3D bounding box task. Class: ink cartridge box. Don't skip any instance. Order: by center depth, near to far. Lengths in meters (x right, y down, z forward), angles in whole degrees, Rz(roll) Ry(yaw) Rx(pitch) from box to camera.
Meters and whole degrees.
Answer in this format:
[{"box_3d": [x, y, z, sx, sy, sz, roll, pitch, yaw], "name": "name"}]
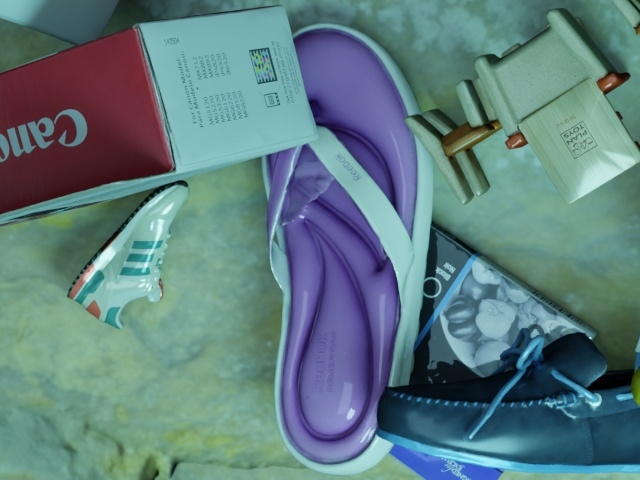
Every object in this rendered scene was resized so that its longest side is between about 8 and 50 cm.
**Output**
[{"box_3d": [-0.210, -0.096, 1.521, 0.309, 0.272, 0.130, -13, 93, 35], "name": "ink cartridge box"}, {"box_3d": [0.111, 0.113, 1.608, 0.206, 0.045, 0.208, 34, 100, 11], "name": "ink cartridge box"}]

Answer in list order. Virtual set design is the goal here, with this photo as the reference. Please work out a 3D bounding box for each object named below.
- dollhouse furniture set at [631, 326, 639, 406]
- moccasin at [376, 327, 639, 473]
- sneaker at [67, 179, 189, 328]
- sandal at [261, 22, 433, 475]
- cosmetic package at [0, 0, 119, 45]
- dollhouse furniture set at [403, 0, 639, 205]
[{"box_3d": [0.383, 0.002, 1.329, 0.286, 0.198, 0.303, 11, 83, 26], "name": "dollhouse furniture set"}, {"box_3d": [0.213, 0.131, 1.511, 0.342, 0.137, 0.117, 3, 98, -18], "name": "moccasin"}, {"box_3d": [-0.166, 0.015, 1.681, 0.075, 0.057, 0.161, 42, 99, -6], "name": "sneaker"}, {"box_3d": [0.014, -0.003, 1.565, 0.169, 0.102, 0.416, -10, 77, 25], "name": "sandal"}, {"box_3d": [-0.380, -0.354, 1.571, 0.453, 0.230, 0.161, 33, 99, 32], "name": "cosmetic package"}, {"box_3d": [0.212, -0.115, 1.466, 0.262, 0.259, 0.135, -33, 88, 17], "name": "dollhouse furniture set"}]
